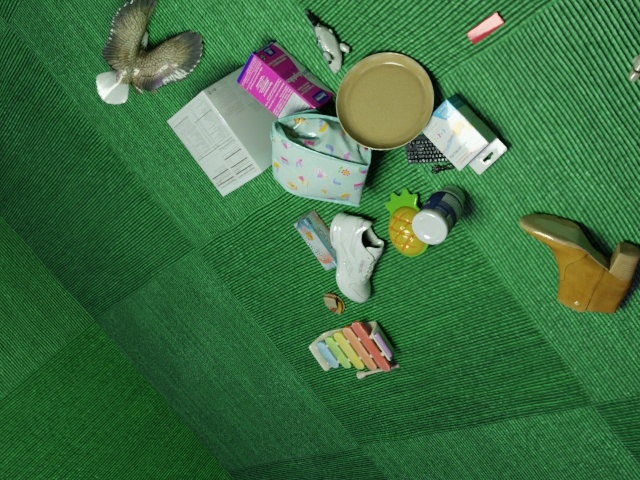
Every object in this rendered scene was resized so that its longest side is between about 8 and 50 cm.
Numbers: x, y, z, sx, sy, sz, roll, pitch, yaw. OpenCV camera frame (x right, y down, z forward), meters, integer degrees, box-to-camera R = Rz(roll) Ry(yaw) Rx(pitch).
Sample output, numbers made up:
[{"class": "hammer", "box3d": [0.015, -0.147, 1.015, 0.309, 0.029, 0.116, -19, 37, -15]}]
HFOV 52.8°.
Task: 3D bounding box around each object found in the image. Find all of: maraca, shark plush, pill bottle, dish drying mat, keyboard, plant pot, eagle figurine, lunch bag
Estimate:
[{"class": "maraca", "box3d": [0.237, -0.047, 1.754, 0.127, 0.099, 0.185, -17, 86, 36]}, {"class": "shark plush", "box3d": [0.002, -0.494, 1.608, 0.161, 0.073, 0.067, 47, 166, -10]}, {"class": "pill bottle", "box3d": [0.305, -0.071, 1.629, 0.094, 0.169, 0.094, 18, 130, 23]}, {"class": "dish drying mat", "box3d": [0.360, -0.464, 1.407, 0.083, 0.008, 0.032, -29, 104, 44]}, {"class": "keyboard", "box3d": [0.301, -0.217, 1.628, 0.180, 0.023, 0.108, 2, 123, 35]}, {"class": "plant pot", "box3d": [0.156, -0.332, 1.554, 0.237, 0.032, 0.236, -1, 87, 16]}, {"class": "eagle figurine", "box3d": [-0.513, -0.537, 1.844, 0.298, 0.226, 0.225, -15, 92, 47]}, {"class": "lunch bag", "box3d": [-0.002, -0.215, 1.671, 0.263, 0.160, 0.223, 13, 153, 3]}]

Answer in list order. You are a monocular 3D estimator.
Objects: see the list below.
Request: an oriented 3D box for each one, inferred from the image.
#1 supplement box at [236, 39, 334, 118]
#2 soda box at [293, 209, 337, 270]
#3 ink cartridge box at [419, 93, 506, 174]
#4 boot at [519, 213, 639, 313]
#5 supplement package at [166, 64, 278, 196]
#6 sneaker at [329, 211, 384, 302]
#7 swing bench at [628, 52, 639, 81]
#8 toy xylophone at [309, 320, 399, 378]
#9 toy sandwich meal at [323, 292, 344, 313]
[{"class": "supplement box", "box3d": [-0.092, -0.402, 1.698, 0.220, 0.111, 0.114, 42, 135, 0]}, {"class": "soda box", "box3d": [0.000, 0.000, 1.975, 0.058, 0.063, 0.183, -24, 106, 43]}, {"class": "ink cartridge box", "box3d": [0.339, -0.243, 1.530, 0.181, 0.062, 0.104, 47, 130, 6]}, {"class": "boot", "box3d": [0.605, 0.067, 1.572, 0.295, 0.104, 0.211, 21, 132, 16]}, {"class": "supplement package", "box3d": [-0.244, -0.306, 1.815, 0.198, 0.199, 0.262, -24, 106, 44]}, {"class": "sneaker", "box3d": [0.118, 0.064, 1.903, 0.152, 0.114, 0.305, 7, 126, 33]}, {"class": "swing bench", "box3d": [0.727, -0.363, 1.119, 0.255, 0.165, 0.253, 33, 136, 17]}, {"class": "toy xylophone", "box3d": [0.127, 0.376, 2.160, 0.236, 0.081, 0.323, 50, 136, -9]}, {"class": "toy sandwich meal", "box3d": [0.042, 0.211, 2.130, 0.086, 0.029, 0.085, 19, 131, 23]}]
